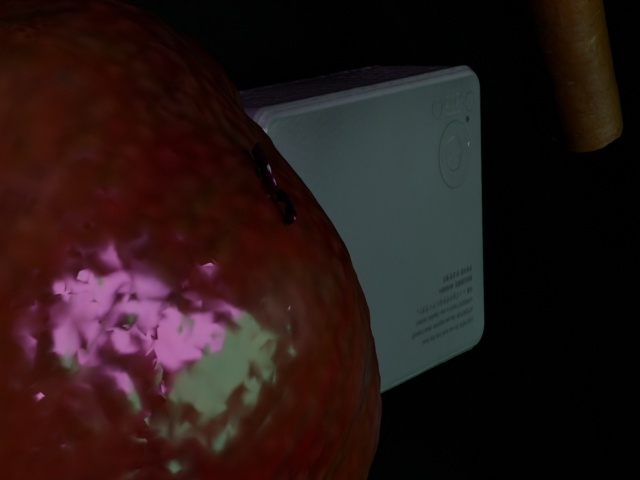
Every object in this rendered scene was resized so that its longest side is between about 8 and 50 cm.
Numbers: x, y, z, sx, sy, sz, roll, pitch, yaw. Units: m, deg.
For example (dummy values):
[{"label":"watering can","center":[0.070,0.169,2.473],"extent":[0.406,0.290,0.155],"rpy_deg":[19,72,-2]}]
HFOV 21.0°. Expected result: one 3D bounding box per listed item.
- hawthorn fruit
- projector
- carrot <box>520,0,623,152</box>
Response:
[{"label":"hawthorn fruit","center":[-0.146,0.079,0.696],"extent":[0.369,0.284,0.285],"rpy_deg":[-51,141,-9]},{"label":"projector","center":[0.000,0.000,1.034],"extent":[0.256,0.099,0.192],"rpy_deg":[-19,109,-56]},{"label":"carrot","center":[0.189,-0.172,1.335],"extent":[0.067,0.067,0.225],"rpy_deg":[-54,140,-37]}]
